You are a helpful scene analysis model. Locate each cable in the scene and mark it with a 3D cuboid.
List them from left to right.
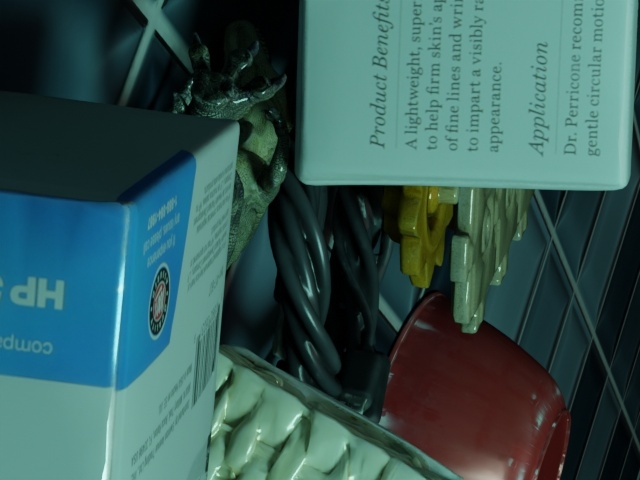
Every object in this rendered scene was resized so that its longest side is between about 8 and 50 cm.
[{"bbox_3d":[0.000,0.000,0.875,0.184,0.047,0.151,-73,154,-54],"label":"cable"}]

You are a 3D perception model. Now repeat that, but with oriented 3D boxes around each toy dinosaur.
[{"bbox_3d":[-0.061,0.001,0.675,0.268,0.064,0.118,-58,163,-35],"label":"toy dinosaur"}]

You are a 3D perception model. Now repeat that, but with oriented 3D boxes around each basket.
[{"bbox_3d":[-0.036,0.128,0.699,0.167,0.113,0.103,-60,171,-4],"label":"basket"}]

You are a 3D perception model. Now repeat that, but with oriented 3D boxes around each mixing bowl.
[{"bbox_3d":[0.092,0.130,1.199,0.181,0.098,0.181,15,90,-74],"label":"mixing bowl"}]

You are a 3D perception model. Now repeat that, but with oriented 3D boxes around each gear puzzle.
[{"bbox_3d":[0.070,-0.050,1.011,0.339,0.044,0.176,-52,145,-68],"label":"gear puzzle"}]

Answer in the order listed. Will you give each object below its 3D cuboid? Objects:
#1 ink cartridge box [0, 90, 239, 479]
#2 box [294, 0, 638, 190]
[{"bbox_3d":[-0.082,0.070,0.547,0.148,0.085,0.203,-57,154,-77],"label":"ink cartridge box"},{"bbox_3d":[0.061,-0.119,0.751,0.182,0.119,0.181,-52,144,-77],"label":"box"}]
